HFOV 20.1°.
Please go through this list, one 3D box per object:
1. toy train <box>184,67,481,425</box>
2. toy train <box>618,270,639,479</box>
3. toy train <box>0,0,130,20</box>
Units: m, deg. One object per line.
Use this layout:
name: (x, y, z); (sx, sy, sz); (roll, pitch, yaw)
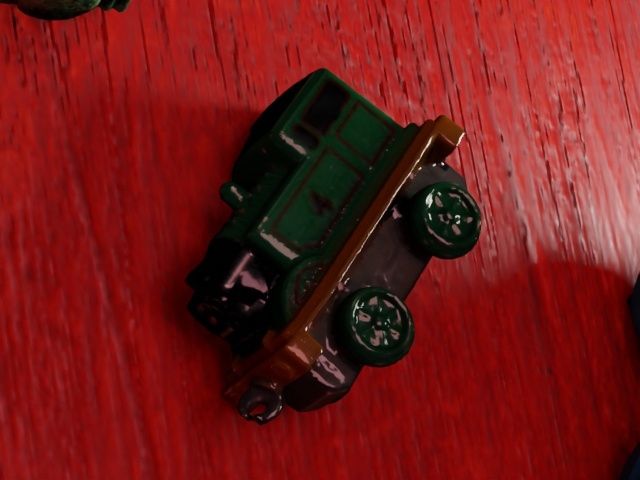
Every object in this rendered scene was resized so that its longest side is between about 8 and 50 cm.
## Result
toy train: (0.000, 0.000, 0.985); (0.136, 0.091, 0.227); (41, 58, -6)
toy train: (0.321, 0.088, 1.072); (0.188, 0.265, 0.300); (25, 62, -27)
toy train: (-0.139, -0.283, 0.914); (0.138, 0.178, 0.330); (-1, 75, -36)
